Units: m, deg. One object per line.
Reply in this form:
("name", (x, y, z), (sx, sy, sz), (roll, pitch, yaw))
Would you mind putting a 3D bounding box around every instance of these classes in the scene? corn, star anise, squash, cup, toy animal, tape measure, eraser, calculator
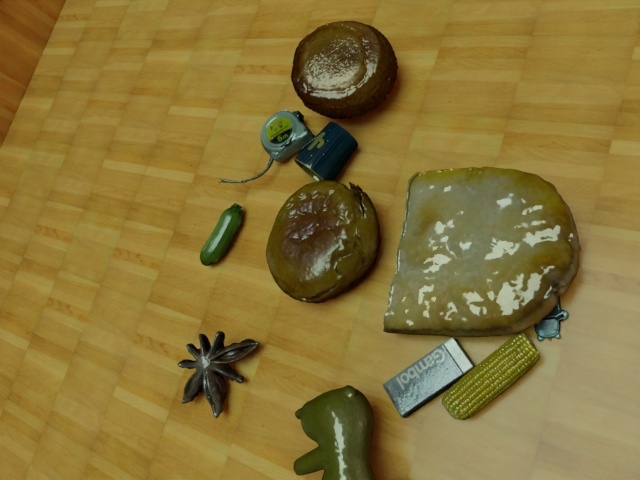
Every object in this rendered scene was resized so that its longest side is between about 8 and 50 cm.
("corn", (0.381, 0.306, 1.220), (0.248, 0.081, 0.081), (-42, 58, 9))
("star anise", (-0.305, 0.369, 1.563), (0.199, 0.111, 0.257), (22, 91, 17))
("squash", (-0.307, -0.016, 1.715), (0.219, 0.068, 0.077), (-62, 25, -4))
("cup", (0.011, -0.260, 1.605), (0.155, 0.131, 0.176), (-50, 41, -1))
("toy animal", (0.050, 0.521, 1.232), (0.180, 0.181, 0.362), (-38, 46, 48))
("tape measure", (-0.180, -0.282, 1.726), (0.330, 0.084, 0.163), (-31, 59, 13))
("eraser", (0.256, 0.325, 1.301), (0.213, 0.046, 0.091), (-39, 58, 12))
("calculator", (0.509, 0.156, 1.241), (0.094, 0.019, 0.141), (-11, 69, 26))

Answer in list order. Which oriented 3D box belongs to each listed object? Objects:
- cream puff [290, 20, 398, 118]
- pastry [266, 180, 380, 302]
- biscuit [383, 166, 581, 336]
("cream puff", (0.076, -0.484, 1.592), (0.303, 0.212, 0.302), (-5, 75, 17))
("pastry", (0.000, 0.000, 1.490), (0.356, 0.164, 0.355), (-9, 71, 27))
("biscuit", (0.377, 0.018, 1.310), (0.447, 0.104, 0.428), (-4, 68, 30))
